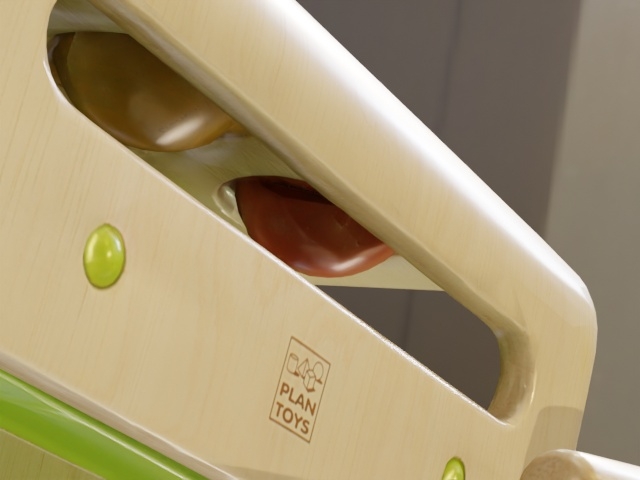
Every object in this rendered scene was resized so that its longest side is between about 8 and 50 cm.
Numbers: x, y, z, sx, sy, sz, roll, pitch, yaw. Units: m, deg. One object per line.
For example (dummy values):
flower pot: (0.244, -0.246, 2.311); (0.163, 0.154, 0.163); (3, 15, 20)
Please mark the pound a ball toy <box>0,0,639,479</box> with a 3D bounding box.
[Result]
pound a ball toy: (0.000, 0.000, 0.438); (0.319, 0.208, 0.136); (37, 60, -52)
